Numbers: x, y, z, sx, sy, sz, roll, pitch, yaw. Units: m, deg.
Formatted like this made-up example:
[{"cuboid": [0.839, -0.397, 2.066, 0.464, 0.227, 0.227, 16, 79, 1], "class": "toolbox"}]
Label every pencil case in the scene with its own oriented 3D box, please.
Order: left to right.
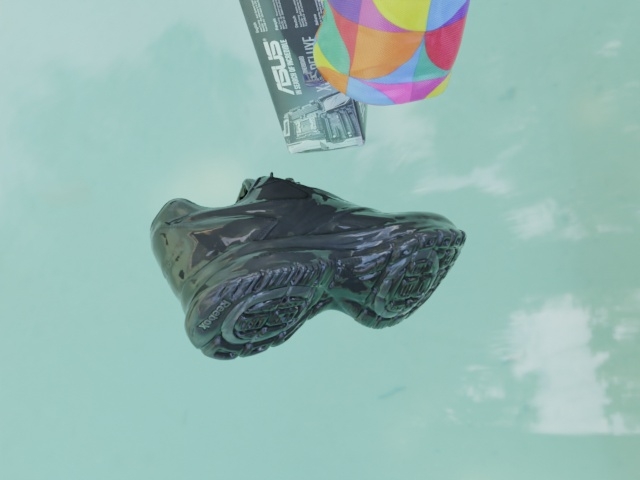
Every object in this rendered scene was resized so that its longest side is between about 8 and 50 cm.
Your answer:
[{"cuboid": [0.048, -0.191, 0.550, 0.104, 0.236, 0.104, 5, 47, -6], "class": "pencil case"}]

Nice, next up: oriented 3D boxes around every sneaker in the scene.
[{"cuboid": [0.000, 0.000, 0.708, 0.286, 0.109, 0.130, -3, 43, -44], "class": "sneaker"}]

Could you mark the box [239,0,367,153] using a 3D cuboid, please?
[{"cuboid": [-0.016, -0.267, 0.793, 0.307, 0.077, 0.242, 72, 18, -48], "class": "box"}]
